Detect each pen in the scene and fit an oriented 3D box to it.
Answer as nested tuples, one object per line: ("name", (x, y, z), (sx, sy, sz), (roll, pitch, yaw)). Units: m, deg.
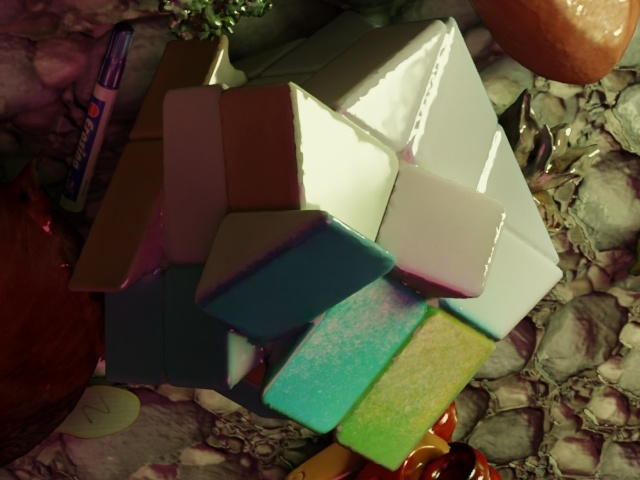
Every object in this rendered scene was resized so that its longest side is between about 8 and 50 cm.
("pen", (-0.210, -0.112, 1.740), (0.025, 0.025, 0.204), (11, 122, -16))

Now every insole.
("insole", (-0.255, 0.176, 1.891), (0.188, 0.004, 0.064), (1, 112, -45))

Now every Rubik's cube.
("Rubik's cube", (0.000, 0.000, 1.633), (0.368, 0.358, 0.387), (-39, 113, -34))

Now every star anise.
("star anise", (0.176, -0.054, 1.813), (0.195, 0.065, 0.182), (31, 119, -34))

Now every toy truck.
("toy truck", (0.078, 0.294, 1.931), (0.239, 0.265, 0.189), (-32, 122, 1))

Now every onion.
("onion", (-0.362, 0.067, 1.683), (0.353, 0.354, 0.354), (-4, 125, -6))

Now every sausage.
("sausage", (0.195, -0.243, 1.640), (0.148, 0.148, 0.254), (-36, 123, 16))

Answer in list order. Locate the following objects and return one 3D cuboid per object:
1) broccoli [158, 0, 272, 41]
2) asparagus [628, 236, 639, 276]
("broccoli", (-0.154, -0.288, 1.562), (0.275, 0.177, 0.198), (18, 127, -5))
("asparagus", (0.461, -0.048, 1.854), (0.343, 0.082, 0.085), (-22, 161, 8))
